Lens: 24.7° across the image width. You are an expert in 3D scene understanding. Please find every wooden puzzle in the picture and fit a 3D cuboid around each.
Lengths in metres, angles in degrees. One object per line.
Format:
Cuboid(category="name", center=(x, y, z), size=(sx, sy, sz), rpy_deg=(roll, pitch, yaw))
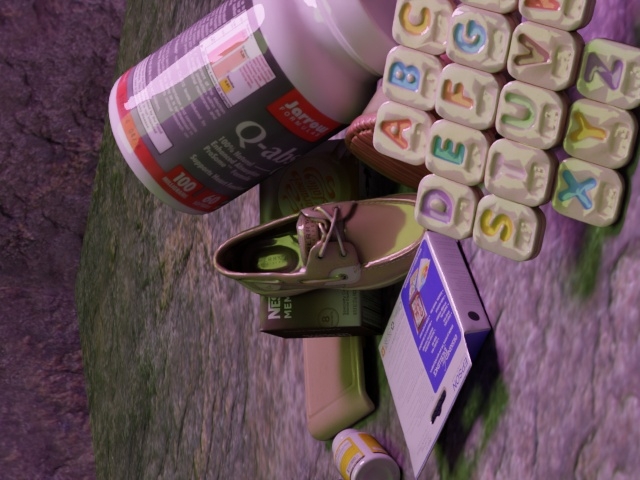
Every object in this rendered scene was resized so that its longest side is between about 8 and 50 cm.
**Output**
Cuboid(category="wooden puzzle", center=(0.022, 0.142, 2.031), size=(0.221, 0.044, 0.238), rpy_deg=(133, 132, -63))

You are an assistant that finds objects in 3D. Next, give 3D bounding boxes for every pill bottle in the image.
Cuboid(category="pill bottle", center=(0.054, 0.282, 1.861), size=(0.116, 0.065, 0.065), rpy_deg=(-138, 53, -68))
Cuboid(category="pill bottle", center=(-0.064, -0.200, 1.784), size=(0.363, 0.210, 0.210), rpy_deg=(-31, 50, 26))

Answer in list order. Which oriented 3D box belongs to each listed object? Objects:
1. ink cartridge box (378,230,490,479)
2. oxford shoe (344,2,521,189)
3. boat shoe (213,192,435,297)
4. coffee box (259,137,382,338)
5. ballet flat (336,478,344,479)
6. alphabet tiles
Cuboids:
Cuboid(category="ink cartridge box", center=(0.132, 0.133, 1.676), size=(0.208, 0.045, 0.206), rpy_deg=(-104, 25, -44))
Cuboid(category="oxford shoe", center=(0.138, -0.158, 1.637), size=(0.146, 0.140, 0.397), rpy_deg=(-63, 9, -17))
Cuboid(category="boat shoe", center=(0.010, 0.005, 1.765), size=(0.302, 0.098, 0.109), rpy_deg=(-12, 73, 31))
Cuboid(category="coffee box", center=(0.000, 0.000, 1.908), size=(0.098, 0.141, 0.246), rpy_deg=(29, -120, -69))
Cuboid(category="ballet flat", center=(0.076, 0.375, 1.814), size=(0.084, 0.058, 0.250), rpy_deg=(-61, 29, 8))
Cuboid(category="alphabet tiles", center=(0.171, -0.128, 1.385), size=(0.278, 0.021, 0.284), rpy_deg=(22, 113, 33))
